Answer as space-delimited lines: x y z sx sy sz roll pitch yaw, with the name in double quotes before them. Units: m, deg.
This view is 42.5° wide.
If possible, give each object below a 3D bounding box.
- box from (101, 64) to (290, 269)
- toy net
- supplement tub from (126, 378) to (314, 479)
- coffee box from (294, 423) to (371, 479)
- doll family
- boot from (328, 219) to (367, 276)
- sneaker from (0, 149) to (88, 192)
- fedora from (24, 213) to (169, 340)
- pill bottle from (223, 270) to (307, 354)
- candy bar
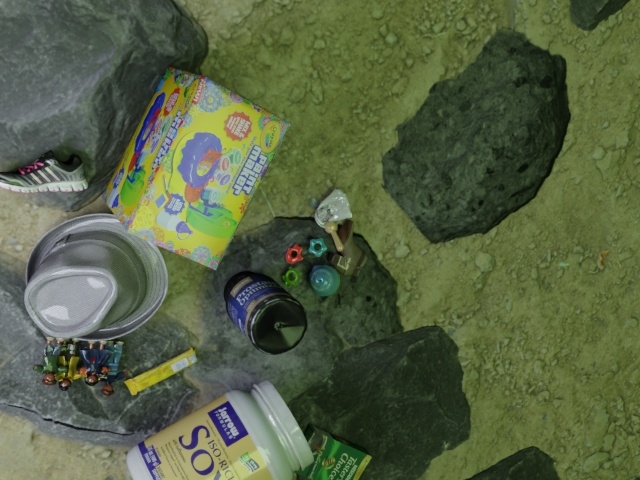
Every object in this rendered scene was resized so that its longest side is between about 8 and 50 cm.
"box" -0.235 -0.141 1.498 0.177 0.279 0.289 26 93 -28
"toy net" 0.000 0.000 1.773 0.122 0.045 0.232 15 90 15
"supplement tub" -0.206 0.459 1.709 0.331 0.241 0.241 -29 115 -14
"coffee box" 0.021 0.517 1.939 0.184 0.040 0.113 32 90 -28
"doll family" -0.467 0.250 1.622 0.193 0.076 0.111 7 83 -21
"boot" 0.069 0.021 1.820 0.087 0.042 0.118 24 95 -34
"sneaker" -0.511 -0.128 1.501 0.170 0.063 0.074 -3 107 -28
"fedora" -0.430 0.086 1.507 0.276 0.124 0.243 -18 104 12
"pill bottle" -0.120 0.138 1.663 0.123 0.219 0.122 -7 108 -23
"candy bar" -0.329 0.273 1.724 0.162 0.018 0.040 -27 118 -16
